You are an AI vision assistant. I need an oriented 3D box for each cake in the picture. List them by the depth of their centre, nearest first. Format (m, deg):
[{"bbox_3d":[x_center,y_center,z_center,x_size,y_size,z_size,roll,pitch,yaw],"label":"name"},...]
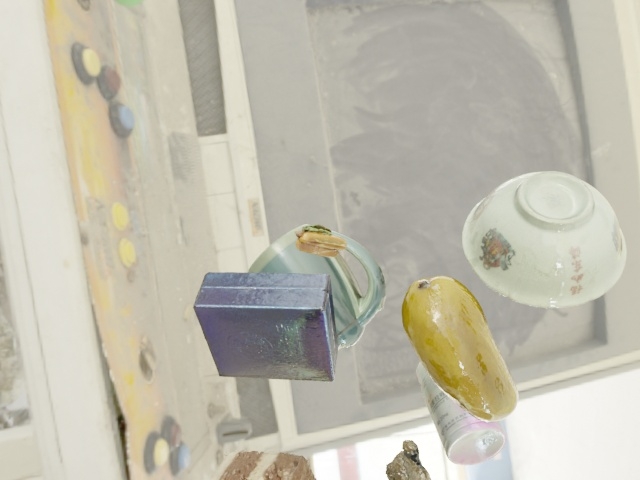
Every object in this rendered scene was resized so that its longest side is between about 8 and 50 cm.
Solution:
[{"bbox_3d":[-0.087,0.373,0.744,0.135,0.147,0.134,-48,128,-47],"label":"cake"}]

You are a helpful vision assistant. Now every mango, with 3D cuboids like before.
[{"bbox_3d":[0.261,0.207,0.999,0.331,0.142,0.195,56,22,-9],"label":"mango"}]

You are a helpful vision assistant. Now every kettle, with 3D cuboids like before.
[{"bbox_3d":[0.014,0.132,1.533,0.342,0.319,0.247,49,20,15],"label":"kettle"}]

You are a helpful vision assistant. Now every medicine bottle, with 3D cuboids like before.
[{"bbox_3d":[0.348,0.415,1.384,0.254,0.152,0.152,-107,-175,-53],"label":"medicine bottle"}]

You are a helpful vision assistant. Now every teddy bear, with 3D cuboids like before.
[{"bbox_3d":[0.208,0.577,1.286,0.181,0.129,0.251,-61,168,1],"label":"teddy bear"}]

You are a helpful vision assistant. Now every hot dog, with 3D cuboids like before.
[{"bbox_3d":[0.000,0.000,1.048,0.133,0.056,0.041,14,50,-46],"label":"hot dog"}]

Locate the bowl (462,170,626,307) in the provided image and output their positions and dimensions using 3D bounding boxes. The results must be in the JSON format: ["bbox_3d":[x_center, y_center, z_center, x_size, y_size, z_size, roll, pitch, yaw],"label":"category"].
[{"bbox_3d":[0.602,-0.053,1.448,0.196,0.435,0.434,77,6,-52],"label":"bowl"}]

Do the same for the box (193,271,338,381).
[{"bbox_3d":[-0.110,0.198,1.221,0.116,0.279,0.261,-81,168,-48],"label":"box"}]
